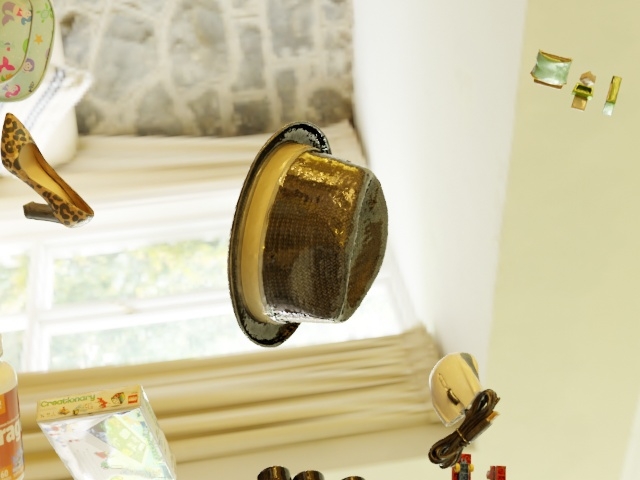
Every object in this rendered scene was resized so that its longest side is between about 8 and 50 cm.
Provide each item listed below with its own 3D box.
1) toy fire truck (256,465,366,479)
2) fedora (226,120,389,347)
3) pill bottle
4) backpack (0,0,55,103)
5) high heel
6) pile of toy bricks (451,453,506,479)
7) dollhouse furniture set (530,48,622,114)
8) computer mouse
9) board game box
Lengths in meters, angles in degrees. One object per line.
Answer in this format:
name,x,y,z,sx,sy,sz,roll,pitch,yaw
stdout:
toy fire truck,-0.038,0.510,1.689,0.246,0.217,0.158,-61,-151,34
fedora,0.000,0.000,1.489,0.334,0.153,0.334,-31,126,-57
pill bottle,-0.483,0.240,1.455,0.121,0.121,0.216,-125,-148,-75
backpack,-0.532,-0.320,1.582,0.191,0.254,0.225,13,-89,48
high heel,-0.575,-0.150,2.211,0.093,0.186,0.261,-49,138,-49
pile of toy bricks,0.244,0.460,1.714,0.105,0.118,0.212,137,-43,-73
dollhouse furniture set,0.427,-0.261,1.762,0.076,0.152,0.058,87,23,-63
computer mouse,0.159,0.185,1.244,0.106,0.042,0.193,-51,-167,14
board game box,-0.402,0.386,1.992,0.305,0.193,0.053,81,0,-51
